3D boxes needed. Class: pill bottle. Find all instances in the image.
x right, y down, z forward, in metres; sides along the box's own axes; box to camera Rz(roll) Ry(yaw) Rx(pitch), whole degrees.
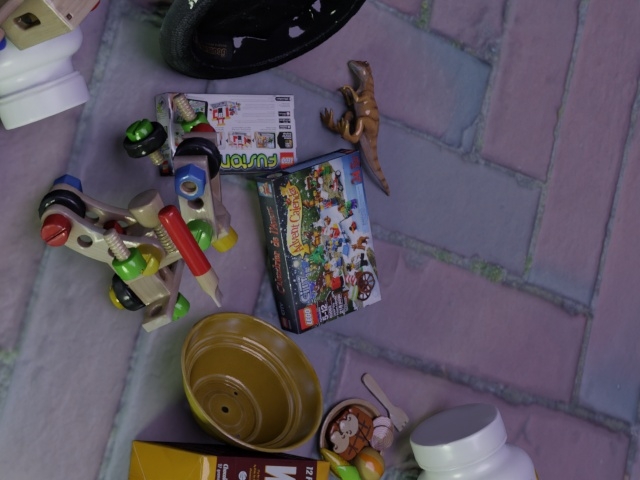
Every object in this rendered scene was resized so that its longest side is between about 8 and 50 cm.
[{"bbox_3d":[-0.381,-0.279,1.583,0.152,0.152,0.272,-27,104,-33],"label":"pill bottle"},{"bbox_3d":[0.254,0.426,1.979,0.188,0.188,0.333,-27,103,-33],"label":"pill bottle"}]

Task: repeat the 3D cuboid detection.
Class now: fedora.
[{"bbox_3d":[-0.088,-0.361,1.760,0.334,0.334,0.152,-18,68,-34],"label":"fedora"}]

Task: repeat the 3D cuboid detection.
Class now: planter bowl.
[{"bbox_3d":[-0.111,0.211,1.768,0.217,0.090,0.217,23,42,-23],"label":"planter bowl"}]

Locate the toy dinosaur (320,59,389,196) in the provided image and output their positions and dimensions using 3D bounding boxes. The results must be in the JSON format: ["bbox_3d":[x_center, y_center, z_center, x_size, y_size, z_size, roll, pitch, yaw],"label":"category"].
[{"bbox_3d":[0.066,-0.166,1.945,0.112,0.064,0.211,-9,94,-36],"label":"toy dinosaur"}]

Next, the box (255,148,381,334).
[{"bbox_3d":[0.000,0.000,1.881,0.159,0.044,0.233,-21,110,-34],"label":"box"}]

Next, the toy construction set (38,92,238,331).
[{"bbox_3d":[-0.185,0.011,1.631,0.257,0.309,0.237,-32,119,-5],"label":"toy construction set"}]

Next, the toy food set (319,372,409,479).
[{"bbox_3d":[0.057,0.299,1.936,0.132,0.038,0.192,51,62,-22],"label":"toy food set"}]

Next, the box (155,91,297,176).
[{"bbox_3d":[-0.128,-0.148,1.824,0.207,0.036,0.114,-3,90,-35],"label":"box"}]

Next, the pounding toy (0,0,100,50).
[{"bbox_3d":[-0.299,-0.263,1.431,0.094,0.181,0.206,47,59,-27],"label":"pounding toy"}]

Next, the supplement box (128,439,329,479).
[{"bbox_3d":[-0.125,0.339,1.714,0.194,0.191,0.129,9,83,-35],"label":"supplement box"}]
